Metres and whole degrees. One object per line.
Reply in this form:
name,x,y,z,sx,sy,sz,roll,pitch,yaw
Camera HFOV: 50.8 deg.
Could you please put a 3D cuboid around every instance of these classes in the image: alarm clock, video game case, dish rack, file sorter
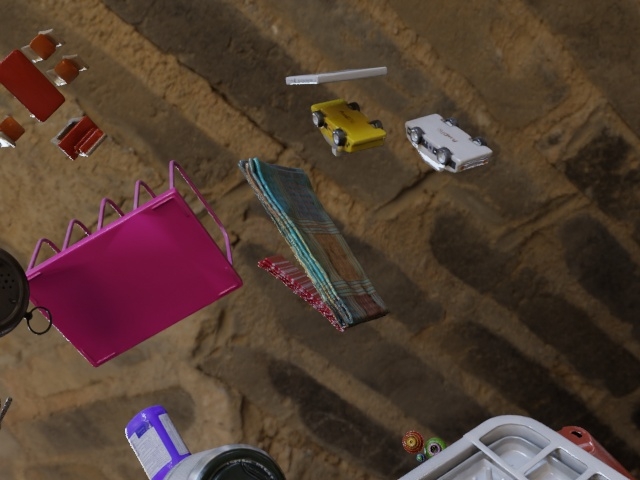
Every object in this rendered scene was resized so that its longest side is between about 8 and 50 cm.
alarm clock,-0.433,0.076,0.883,0.064,0.129,0.192,-13,-34,33
video game case,0.030,-0.330,1.349,0.143,0.157,0.019,22,-58,60
dish rack,0.205,0.351,0.748,0.286,0.333,0.072,30,-45,51
file sorter,-0.315,0.029,1.146,0.291,0.182,0.202,-29,-60,4

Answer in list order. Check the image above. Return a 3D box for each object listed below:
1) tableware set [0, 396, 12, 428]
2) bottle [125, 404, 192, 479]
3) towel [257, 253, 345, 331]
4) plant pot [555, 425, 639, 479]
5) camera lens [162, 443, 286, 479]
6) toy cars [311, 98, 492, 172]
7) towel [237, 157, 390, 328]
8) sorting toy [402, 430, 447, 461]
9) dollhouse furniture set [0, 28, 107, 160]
tableware set,-0.661,0.361,1.266,0.039,0.194,0.128,-13,-41,34
bottle,-0.368,0.546,1.643,0.118,0.092,0.283,-48,-114,24
towel,-0.028,0.128,1.708,0.275,0.199,0.031,38,-84,6
plant pot,0.618,0.597,1.566,0.265,0.272,0.272,49,-45,-7
camera lens,-0.203,0.533,1.360,0.219,0.219,0.274,30,-32,-16
toy cars,0.152,-0.197,1.366,0.394,0.176,0.087,13,-51,18
towel,0.000,0.000,1.330,0.040,0.271,0.370,-37,-103,17
sorting toy,0.231,0.468,1.517,0.102,0.061,0.042,11,-13,21
dollhouse furniture set,-0.622,-0.310,1.534,0.135,0.262,0.259,12,-31,47
